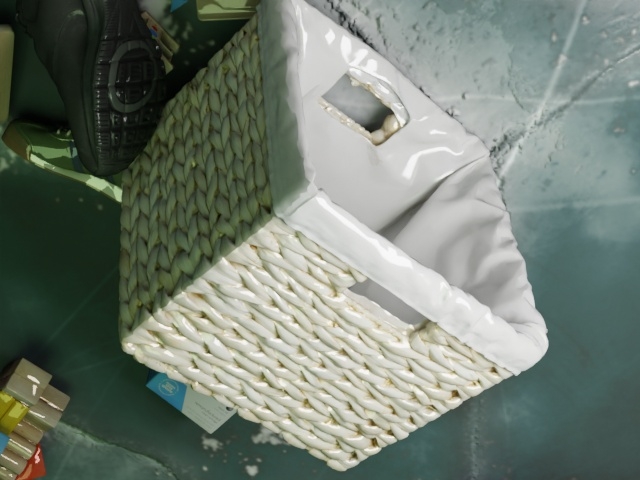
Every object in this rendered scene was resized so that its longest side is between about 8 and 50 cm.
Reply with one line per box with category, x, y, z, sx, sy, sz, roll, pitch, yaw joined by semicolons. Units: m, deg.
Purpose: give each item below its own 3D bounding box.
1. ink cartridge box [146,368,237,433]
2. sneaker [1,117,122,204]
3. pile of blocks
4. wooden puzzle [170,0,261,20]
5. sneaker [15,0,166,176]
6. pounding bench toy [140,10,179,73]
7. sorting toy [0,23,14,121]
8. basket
ink cartridge box;-0.104;0.129;1.720;0.104;0.060;0.180;39;115;-18
sneaker;-0.236;-0.102;1.592;0.192;0.064;0.086;27;111;-13
pile of blocks;-0.410;0.298;1.784;0.113;0.149;0.362;34;116;-16
wooden puzzle;-0.094;-0.261;1.515;0.116;0.014;0.078;4;117;0
sneaker;-0.234;-0.203;1.466;0.130;0.109;0.286;-7;87;31
pounding bench toy;-0.194;-0.201;1.524;0.052;0.065;0.083;-36;113;21
sorting toy;-0.390;-0.175;1.536;0.132;0.046;0.274;-4;142;-19
basket;0.000;0.000;1.456;0.328;0.331;0.266;34;119;-32
